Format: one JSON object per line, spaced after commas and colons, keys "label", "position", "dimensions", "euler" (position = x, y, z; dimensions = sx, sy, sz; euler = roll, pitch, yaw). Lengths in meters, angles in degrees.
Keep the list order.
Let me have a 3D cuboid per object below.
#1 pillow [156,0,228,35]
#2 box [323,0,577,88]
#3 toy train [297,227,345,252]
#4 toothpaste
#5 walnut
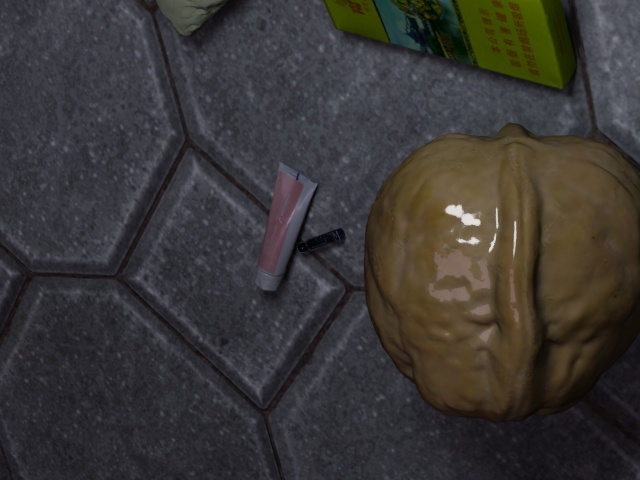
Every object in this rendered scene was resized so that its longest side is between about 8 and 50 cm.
{"label": "pillow", "position": [-0.169, -0.453, 2.149], "dimensions": [0.274, 0.076, 0.281], "euler": [-35, 85, 41]}
{"label": "box", "position": [0.140, -0.291, 1.966], "dimensions": [0.335, 0.047, 0.187], "euler": [20, 158, 28]}
{"label": "toy train", "position": [0.000, 0.000, 2.315], "dimensions": [0.083, 0.017, 0.017], "euler": [-19, 100, 41]}
{"label": "toothpaste", "position": [-0.055, -0.016, 2.336], "dimensions": [0.067, 0.043, 0.195], "euler": [32, 124, 22]}
{"label": "walnut", "position": [0.228, 0.037, 1.959], "dimensions": [0.381, 0.381, 0.381], "euler": [18, 124, 28]}
